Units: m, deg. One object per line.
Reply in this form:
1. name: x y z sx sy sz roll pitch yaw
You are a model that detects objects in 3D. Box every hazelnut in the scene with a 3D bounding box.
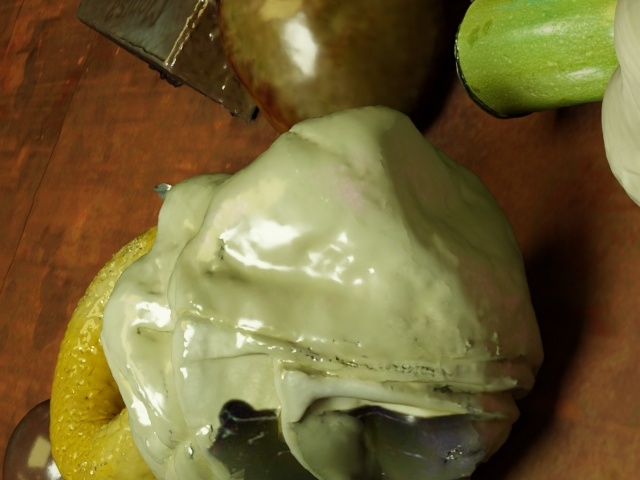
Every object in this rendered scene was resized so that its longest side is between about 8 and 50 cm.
1. hazelnut: 0.005 -0.165 1.325 0.210 0.186 0.210 -7 81 52

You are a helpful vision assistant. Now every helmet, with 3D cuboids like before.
1. helmet: -0.241 0.214 1.575 0.175 0.106 0.155 -64 27 17

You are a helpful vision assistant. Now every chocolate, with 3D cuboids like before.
1. chocolate: -0.146 -0.212 1.699 0.112 0.112 0.321 -63 28 5

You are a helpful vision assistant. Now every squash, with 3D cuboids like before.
1. squash: 0.170 -0.132 1.092 0.188 0.095 0.095 -4 68 63

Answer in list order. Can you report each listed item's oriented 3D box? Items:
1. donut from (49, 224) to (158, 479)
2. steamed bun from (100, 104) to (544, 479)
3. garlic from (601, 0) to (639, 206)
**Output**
1. donut: -0.131 0.107 1.431 0.277 0.108 0.278 -35 41 37
2. steamed bun: 0.007 0.086 1.083 0.320 0.275 0.206 89 168 -56
3. garlic: 0.236 -0.098 0.918 0.229 0.143 0.178 -35 40 33
